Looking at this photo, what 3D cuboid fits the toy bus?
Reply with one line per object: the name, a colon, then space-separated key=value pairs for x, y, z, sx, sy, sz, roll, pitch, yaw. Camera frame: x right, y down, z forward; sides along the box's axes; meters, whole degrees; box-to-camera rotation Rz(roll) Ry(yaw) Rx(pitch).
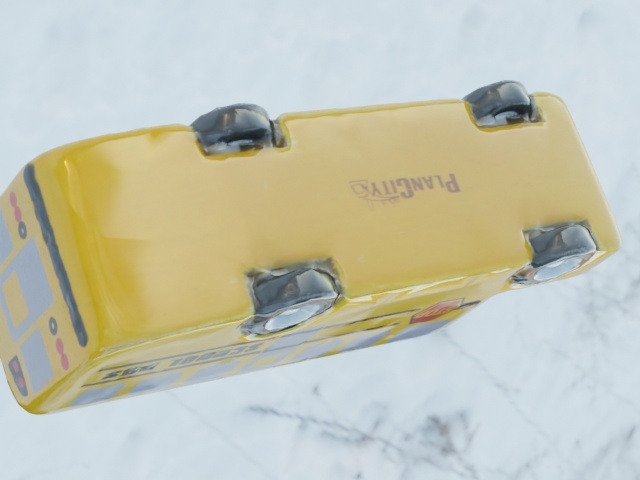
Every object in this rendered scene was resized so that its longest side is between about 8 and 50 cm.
toy bus: x=0.000 y=0.000 z=0.803 sx=0.332 sy=0.108 sz=0.130 roll=-9 pitch=159 yaw=-36
